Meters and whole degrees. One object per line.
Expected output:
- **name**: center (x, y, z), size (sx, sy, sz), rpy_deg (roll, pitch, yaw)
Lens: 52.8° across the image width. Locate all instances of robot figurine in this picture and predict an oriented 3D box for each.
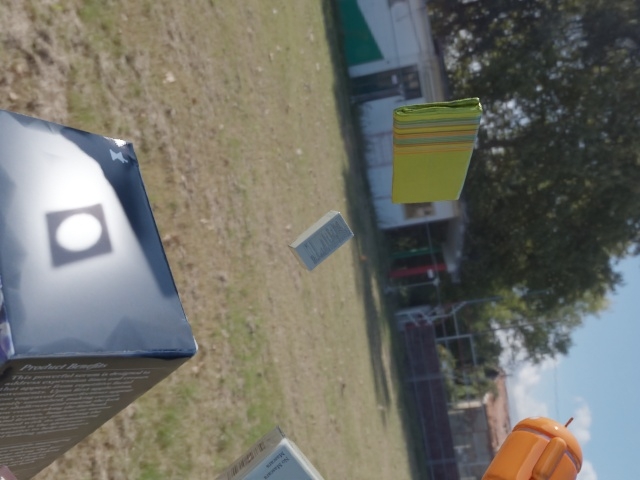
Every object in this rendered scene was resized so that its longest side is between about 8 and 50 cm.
- **robot figurine**: center (0.350, 0.386, 1.070), size (0.219, 0.128, 0.158), rpy_deg (-45, 123, -29)

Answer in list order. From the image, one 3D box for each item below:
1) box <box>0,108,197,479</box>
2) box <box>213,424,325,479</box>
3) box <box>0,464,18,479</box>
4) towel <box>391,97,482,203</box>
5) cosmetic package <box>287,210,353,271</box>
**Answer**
- **box**: center (-0.377, 0.093, 0.766), size (0.211, 0.395, 0.294), rpy_deg (10, 49, -51)
- **box**: center (-0.002, 0.360, 0.750), size (0.275, 0.113, 0.094), rpy_deg (50, -11, -3)
- **box**: center (-0.278, 0.290, 0.356), size (0.191, 0.143, 0.381), rpy_deg (45, 3, 8)
- **towel**: center (0.144, -0.108, 0.844), size (0.237, 0.102, 0.021), rpy_deg (77, 12, -67)
- **cosmetic package**: center (0.000, 0.000, 1.237), size (0.060, 0.115, 0.041), rpy_deg (58, -16, -20)
